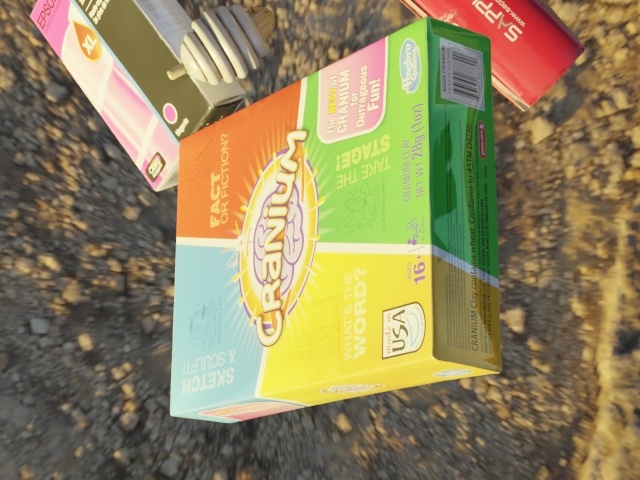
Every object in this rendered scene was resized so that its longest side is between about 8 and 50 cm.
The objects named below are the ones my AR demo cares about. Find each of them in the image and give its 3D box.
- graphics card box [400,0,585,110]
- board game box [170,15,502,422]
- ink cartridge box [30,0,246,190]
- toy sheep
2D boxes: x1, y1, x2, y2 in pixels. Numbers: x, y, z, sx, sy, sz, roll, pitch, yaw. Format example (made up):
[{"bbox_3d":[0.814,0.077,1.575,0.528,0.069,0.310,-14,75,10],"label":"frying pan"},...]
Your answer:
[{"bbox_3d":[0.117,-0.298,1.405,0.233,0.371,0.094,38,105,-24],"label":"graphics card box"},{"bbox_3d":[0.000,0.000,1.028,0.064,0.316,0.242,12,70,-36],"label":"board game box"},{"bbox_3d":[-0.244,-0.254,1.632,0.069,0.176,0.371,-23,72,-41],"label":"ink cartridge box"},{"bbox_3d":[-0.106,-0.210,1.477,0.132,0.091,0.091,-36,90,-2],"label":"toy sheep"}]
